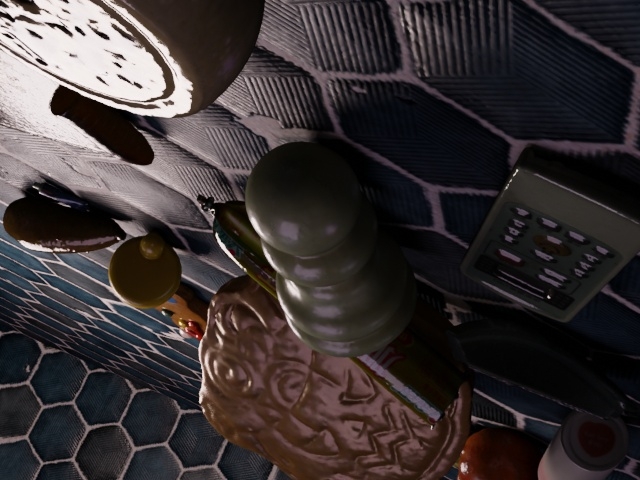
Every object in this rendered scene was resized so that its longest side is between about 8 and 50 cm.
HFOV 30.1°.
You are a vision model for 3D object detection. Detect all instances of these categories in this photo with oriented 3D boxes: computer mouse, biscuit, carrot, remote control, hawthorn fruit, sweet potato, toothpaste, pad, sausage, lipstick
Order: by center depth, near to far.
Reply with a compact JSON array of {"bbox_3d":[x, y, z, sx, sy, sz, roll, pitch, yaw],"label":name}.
[{"bbox_3d":[0.195,0.003,1.011,0.123,0.038,0.285,25,164,3],"label":"remote control"},{"bbox_3d":[-0.226,-0.116,1.254,0.048,0.048,0.139,12,161,38],"label":"carrot"},{"bbox_3d":[-0.420,-0.182,1.307,0.315,0.063,0.375,17,162,28],"label":"pad"},{"bbox_3d":[0.247,0.137,1.308,0.231,0.071,0.126,21,176,5],"label":"computer mouse"},{"bbox_3d":[0.006,0.064,1.343,0.371,0.082,0.082,39,164,1],"label":"sausage"},{"bbox_3d":[0.011,0.187,1.505,0.365,0.062,0.385,28,132,9],"label":"biscuit"},{"bbox_3d":[0.354,0.298,1.629,0.087,0.087,0.327,22,164,12],"label":"lipstick"},{"bbox_3d":[-0.370,-0.063,1.697,0.083,0.019,0.027,24,148,-11],"label":"toothpaste"},{"bbox_3d":[-0.419,-0.021,1.801,0.108,0.079,0.346,21,173,-36],"label":"sweet potato"},{"bbox_3d":[0.283,0.361,1.862,0.138,0.133,0.133,13,162,14],"label":"hawthorn fruit"},{"bbox_3d":[-0.200,0.146,2.069,0.205,0.049,0.324,8,159,45],"label":"biscuit"}]

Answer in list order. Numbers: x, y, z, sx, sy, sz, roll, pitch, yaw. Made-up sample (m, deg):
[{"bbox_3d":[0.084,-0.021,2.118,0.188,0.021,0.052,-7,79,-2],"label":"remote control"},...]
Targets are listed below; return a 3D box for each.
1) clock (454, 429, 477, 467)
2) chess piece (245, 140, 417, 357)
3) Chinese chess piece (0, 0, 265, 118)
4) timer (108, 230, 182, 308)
[{"bbox_3d":[0.222,0.344,2.043,0.237,0.057,0.237,22,165,6],"label":"clock"},{"bbox_3d":[0.000,0.000,1.144,0.144,0.144,0.251,18,158,25],"label":"chess piece"},{"bbox_3d":[-0.162,-0.188,0.820,0.257,0.104,0.257,23,163,7],"label":"Chinese chess piece"},{"bbox_3d":[-0.249,0.043,1.696,0.107,0.107,0.109,27,167,-5],"label":"timer"}]
